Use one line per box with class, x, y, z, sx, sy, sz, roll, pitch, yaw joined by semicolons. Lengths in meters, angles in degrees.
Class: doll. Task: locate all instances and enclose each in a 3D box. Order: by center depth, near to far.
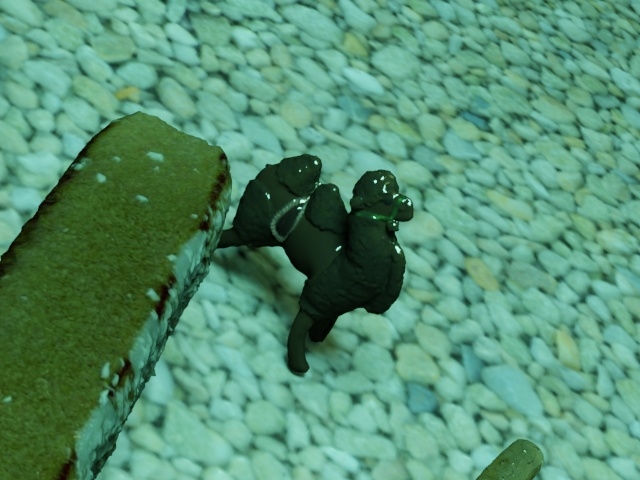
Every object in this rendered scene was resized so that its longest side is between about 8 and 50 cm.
doll;0.000;0.000;1.311;0.057;0.165;0.139;-16;63;-43

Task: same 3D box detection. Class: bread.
bread;-0.161;0.095;1.063;0.113;0.165;0.416;30;36;-4

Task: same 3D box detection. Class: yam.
yam;0.107;0.175;1.299;0.032;0.032;0.145;41;36;10
